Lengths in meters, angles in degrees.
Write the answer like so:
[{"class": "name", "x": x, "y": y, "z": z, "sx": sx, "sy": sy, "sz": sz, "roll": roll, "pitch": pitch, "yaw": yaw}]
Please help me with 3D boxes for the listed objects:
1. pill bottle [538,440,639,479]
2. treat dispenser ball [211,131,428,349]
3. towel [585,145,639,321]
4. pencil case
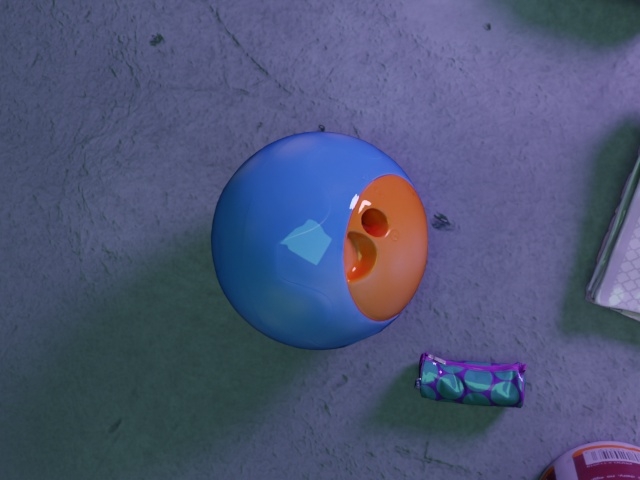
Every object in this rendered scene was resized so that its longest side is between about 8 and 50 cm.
[{"class": "pill bottle", "x": 0.363, "y": 0.398, "z": 0.859, "sx": 0.224, "sy": 0.392, "sz": 0.224, "roll": 1, "pitch": 93, "yaw": 15}, {"class": "treat dispenser ball", "x": 0.000, "y": 0.000, "z": 0.985, "sx": 0.288, "sy": 0.288, "sz": 0.288, "roll": 1, "pitch": 93, "yaw": 14}, {"class": "towel", "x": 0.546, "y": -0.019, "z": 0.949, "sx": 0.317, "sy": 0.053, "sz": 0.331, "roll": 18, "pitch": 104, "yaw": 13}, {"class": "pencil case", "x": 0.213, "y": 0.198, "z": 1.056, "sx": 0.152, "sy": 0.064, "sz": 0.070, "roll": 3, "pitch": 119, "yaw": 14}]
